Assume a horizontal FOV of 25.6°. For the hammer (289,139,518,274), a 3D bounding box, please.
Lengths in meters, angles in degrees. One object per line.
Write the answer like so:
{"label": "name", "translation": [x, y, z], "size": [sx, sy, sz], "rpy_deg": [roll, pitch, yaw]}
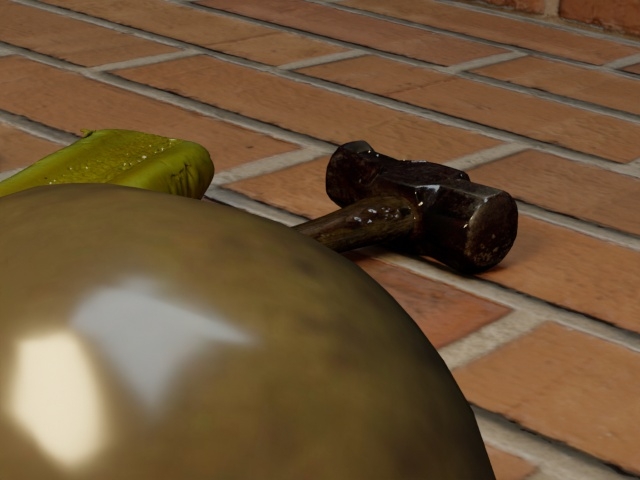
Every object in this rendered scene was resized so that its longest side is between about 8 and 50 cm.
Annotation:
{"label": "hammer", "translation": [0.000, 0.000, 1.526], "size": [0.409, 0.095, 0.242], "rpy_deg": [-20, 31, -38]}

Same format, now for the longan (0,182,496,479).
{"label": "longan", "translation": [-0.087, 0.149, 0.729], "size": [0.336, 0.404, 0.404], "rpy_deg": [-43, 39, -14]}

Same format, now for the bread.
{"label": "bread", "translation": [-0.240, -0.026, 1.473], "size": [0.166, 0.112, 0.383], "rpy_deg": [11, 20, 12]}
